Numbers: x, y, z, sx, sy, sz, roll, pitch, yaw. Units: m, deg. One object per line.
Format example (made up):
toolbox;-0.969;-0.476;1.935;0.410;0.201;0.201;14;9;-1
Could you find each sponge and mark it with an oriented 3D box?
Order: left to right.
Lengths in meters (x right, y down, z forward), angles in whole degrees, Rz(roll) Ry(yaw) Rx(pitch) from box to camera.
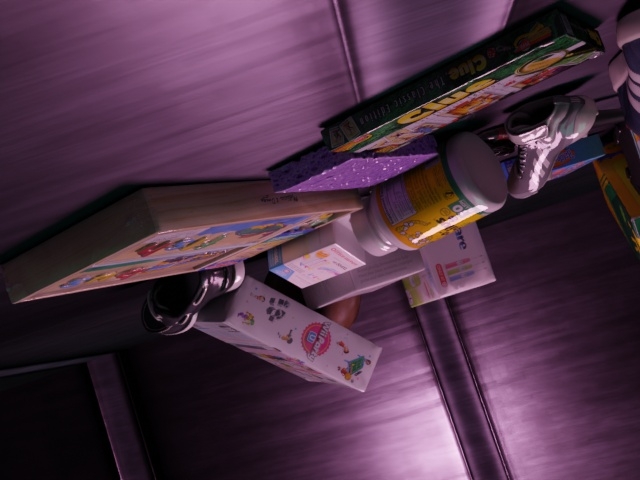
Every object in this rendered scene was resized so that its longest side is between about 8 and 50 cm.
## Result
sponge;0.047;-0.094;0.983;0.117;0.031;0.210;-23;173;36

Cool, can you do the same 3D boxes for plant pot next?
plant pot;-0.005;0.076;1.638;0.215;0.215;0.230;-17;160;-14

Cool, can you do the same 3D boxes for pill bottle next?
pill bottle;0.144;-0.056;1.124;0.208;0.118;0.117;-29;168;37

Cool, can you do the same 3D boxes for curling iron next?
curling iron;0.342;-0.165;1.178;0.274;0.035;0.068;-16;167;-14

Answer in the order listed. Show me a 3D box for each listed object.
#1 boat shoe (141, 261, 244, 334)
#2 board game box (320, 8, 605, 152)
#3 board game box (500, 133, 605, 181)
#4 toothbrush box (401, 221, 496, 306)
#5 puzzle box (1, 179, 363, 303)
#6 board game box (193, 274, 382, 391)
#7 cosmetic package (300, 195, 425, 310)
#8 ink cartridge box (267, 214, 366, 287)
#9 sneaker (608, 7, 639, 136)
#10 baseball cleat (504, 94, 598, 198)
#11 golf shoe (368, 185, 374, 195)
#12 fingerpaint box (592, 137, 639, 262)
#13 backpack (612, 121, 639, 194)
boat shoe;-0.250;0.090;1.392;0.091;0.114;0.302;-13;160;-44
board game box;0.139;-0.148;0.802;0.259;0.030;0.136;-23;170;33
board game box;0.421;-0.139;1.570;0.210;0.047;0.160;-18;173;-14
toothbrush box;0.234;0.016;1.649;0.122;0.206;0.283;-17;174;-8
puzzle box;-0.161;-0.007;1.043;0.272;0.052;0.409;-22;173;35
board game box;-0.075;0.173;1.493;0.303;0.097;0.224;31;163;-24
cosmetic package;0.055;0.020;1.415;0.151;0.151;0.183;-16;173;-30
ink cartridge box;0.000;0.000;1.251;0.143;0.090;0.092;-22;146;28
sneaker;0.383;-0.162;0.827;0.131;0.148;0.350;-20;173;17
baseball cleat;0.282;-0.131;1.089;0.109;0.072;0.206;5;145;-17
golf shoe;0.147;-0.083;1.278;0.186;0.067;0.086;7;114;-49
fingerpaint box;0.770;-0.125;1.487;0.444;0.163;0.371;-21;-158;14
backpack;0.602;-0.168;1.313;0.188;0.166;0.144;-21;-177;-2
